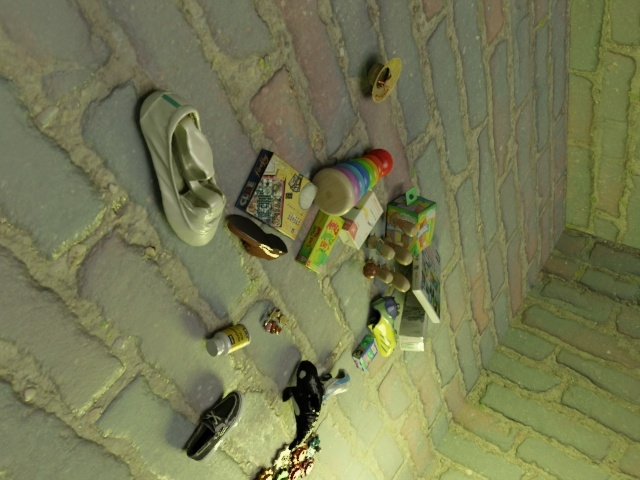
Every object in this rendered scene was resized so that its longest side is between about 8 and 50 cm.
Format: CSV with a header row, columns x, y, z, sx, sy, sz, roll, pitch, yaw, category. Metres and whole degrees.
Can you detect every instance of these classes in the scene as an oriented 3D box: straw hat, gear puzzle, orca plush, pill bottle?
x,y,z,sx,sy,sz,roll,pitch,yaw,category
0.172,-0.482,1.856,0.144,0.061,0.145,-42,155,-24,straw hat
-0.106,0.784,2.196,0.338,0.044,0.176,0,108,-55,gear puzzle
-0.047,0.539,2.037,0.151,0.102,0.288,21,84,-26,orca plush
-0.246,0.267,1.682,0.116,0.065,0.065,-19,123,-49,pill bottle

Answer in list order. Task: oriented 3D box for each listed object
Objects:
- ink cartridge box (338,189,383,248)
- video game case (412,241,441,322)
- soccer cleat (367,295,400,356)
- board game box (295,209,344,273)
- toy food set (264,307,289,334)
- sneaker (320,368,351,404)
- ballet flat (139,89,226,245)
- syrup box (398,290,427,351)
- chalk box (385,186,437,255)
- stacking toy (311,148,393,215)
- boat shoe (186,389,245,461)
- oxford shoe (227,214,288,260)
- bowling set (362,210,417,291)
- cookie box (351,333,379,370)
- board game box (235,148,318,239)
x,y,z,sx,sy,sz,roll,pitch,yaw,category
0.131,-0.088,2.015,0.198,0.067,0.115,-57,145,-17,ink cartridge box
0.416,0.123,2.461,0.329,0.036,0.300,52,39,-54,video game case
0.229,0.329,2.403,0.121,0.093,0.289,-12,128,-17,soccer cleat
0.000,0.000,1.901,0.092,0.043,0.181,35,79,-56,board game box
-0.137,0.242,1.869,0.078,0.019,0.122,-56,153,-17,toy food set
0.009,0.515,2.192,0.237,0.085,0.086,-20,90,-41,sneaker
-0.274,-0.127,1.358,0.139,0.139,0.401,-43,140,-33,ballet flat
0.369,0.314,2.481,0.237,0.093,0.096,-73,158,-44,syrup box
0.321,-0.080,2.233,0.132,0.132,0.213,-31,132,-43,chalk box
0.113,-0.192,1.894,0.330,0.141,0.141,-36,135,-49,stacking toy
-0.288,0.509,1.749,0.219,0.077,0.070,-58,147,-13,boat shoe
-0.175,0.004,1.637,0.076,0.076,0.212,-33,139,19,oxford shoe
0.204,0.048,2.165,0.199,0.154,0.287,-10,119,-30,bowling set
0.171,0.423,2.391,0.107,0.040,0.092,-51,142,-25,cookie box
-0.110,-0.116,1.678,0.243,0.042,0.165,34,80,-57,board game box
